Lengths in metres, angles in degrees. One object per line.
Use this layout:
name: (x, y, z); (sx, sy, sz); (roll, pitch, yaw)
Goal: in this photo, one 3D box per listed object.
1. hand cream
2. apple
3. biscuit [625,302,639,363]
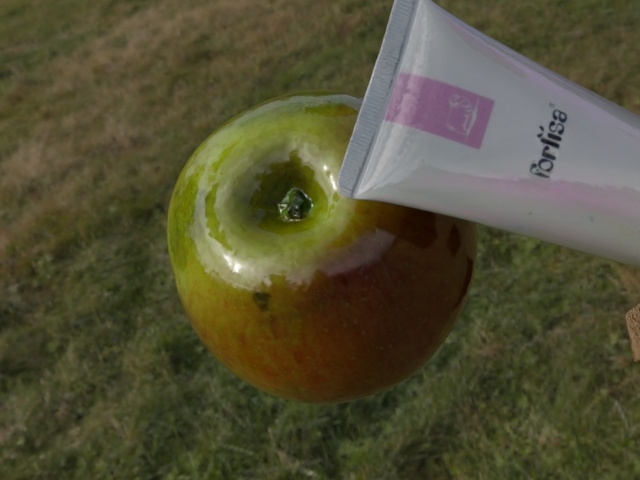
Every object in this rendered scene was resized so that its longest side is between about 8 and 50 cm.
hand cream: (0.201, -0.073, 0.872); (0.358, 0.186, 0.118); (19, -1, -17)
apple: (0.000, 0.000, 1.062); (0.339, 0.340, 0.340); (-12, 27, 6)
biscuit: (0.546, 0.153, 1.505); (0.041, 0.212, 0.238); (15, 10, -19)
